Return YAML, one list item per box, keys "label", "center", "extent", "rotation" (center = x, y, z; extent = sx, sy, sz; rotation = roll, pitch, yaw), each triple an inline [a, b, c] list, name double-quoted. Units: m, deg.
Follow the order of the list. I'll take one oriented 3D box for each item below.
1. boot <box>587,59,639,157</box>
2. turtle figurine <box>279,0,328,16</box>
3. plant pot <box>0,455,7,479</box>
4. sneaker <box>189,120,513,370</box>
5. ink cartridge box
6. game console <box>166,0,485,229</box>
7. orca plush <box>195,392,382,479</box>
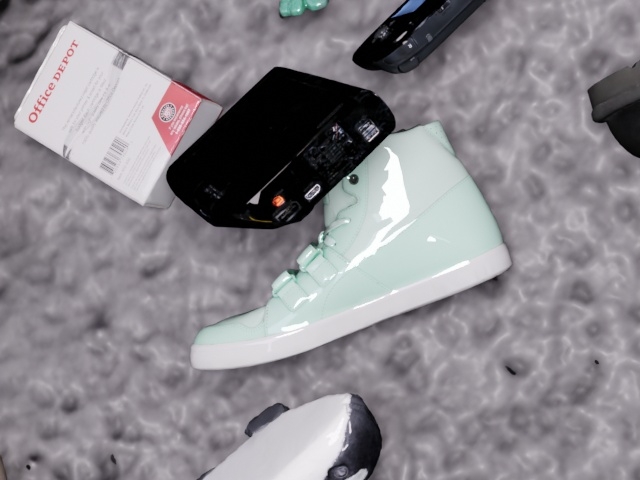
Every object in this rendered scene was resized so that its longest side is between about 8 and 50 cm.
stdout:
- label: "boot"
  center: [0.368, -0.023, 0.985]
  extent: [0.348, 0.131, 0.260]
  rotation: [-7, 87, 15]
- label: "turtle figurine"
  center: [-0.023, -0.290, 1.060]
  extent: [0.175, 0.118, 0.234]
  rotation: [-16, 122, 20]
- label: "plant pot"
  center: [-0.350, 0.300, 1.122]
  extent: [0.323, 0.323, 0.280]
  rotation: [-6, 70, 16]
- label: "sneaker"
  center: [0.000, 0.000, 1.109]
  extent: [0.256, 0.094, 0.151]
  rotation: [-23, 88, 5]
- label: "ink cartridge box"
  center: [-0.164, -0.101, 1.179]
  extent: [0.135, 0.056, 0.099]
  rotation: [32, 97, 15]
- label: "game console"
  center: [0.042, -0.143, 1.069]
  extent: [0.361, 0.213, 0.044]
  rotation: [-44, 111, -6]
- label: "orca plush"
  center: [-0.049, 0.231, 1.118]
  extent: [0.287, 0.151, 0.102]
  rotation: [-44, 109, 8]
